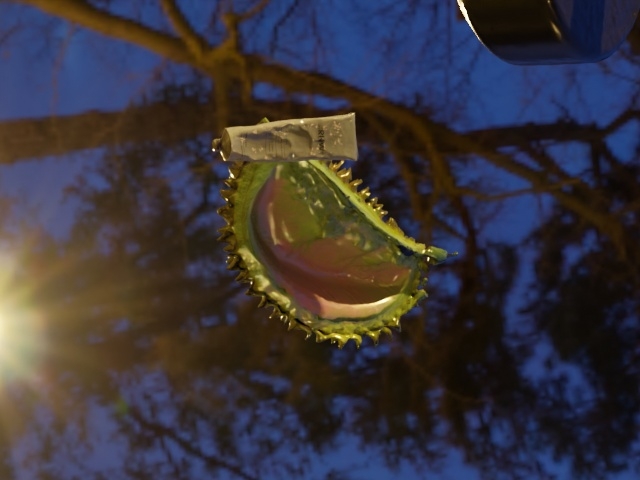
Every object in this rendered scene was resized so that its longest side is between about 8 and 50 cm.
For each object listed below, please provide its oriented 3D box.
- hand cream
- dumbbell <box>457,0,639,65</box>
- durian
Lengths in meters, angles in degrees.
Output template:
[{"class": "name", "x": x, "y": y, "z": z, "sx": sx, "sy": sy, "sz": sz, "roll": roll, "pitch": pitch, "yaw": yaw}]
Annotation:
[{"class": "hand cream", "x": -0.019, "y": -0.058, "z": 0.831, "sx": 0.019, "sy": 0.093, "sz": 0.030, "roll": -157, "pitch": -116, "yaw": -68}, {"class": "dumbbell", "x": 0.257, "y": -0.215, "z": 0.881, "sx": 0.323, "sy": 0.204, "sz": 0.203, "roll": 2, "pitch": -81, "yaw": 34}, {"class": "durian", "x": -0.006, "y": 0.001, "z": 1.117, "sx": 0.137, "sy": 0.221, "sz": 0.095, "roll": -54, "pitch": -154, "yaw": 0}]
